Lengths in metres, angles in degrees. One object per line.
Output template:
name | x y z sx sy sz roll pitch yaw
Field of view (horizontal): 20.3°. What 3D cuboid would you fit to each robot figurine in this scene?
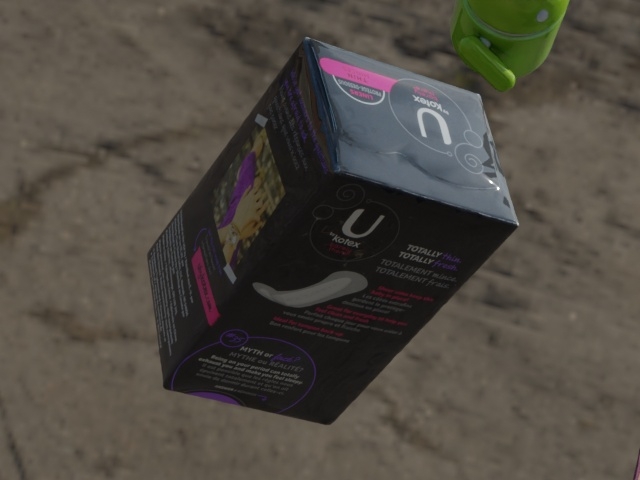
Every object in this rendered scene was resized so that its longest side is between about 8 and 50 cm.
robot figurine | 0.117 -0.144 1.111 0.067 0.115 0.101 32 69 8

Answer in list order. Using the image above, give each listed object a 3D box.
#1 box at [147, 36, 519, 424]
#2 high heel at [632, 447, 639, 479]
box | 0.000 0.000 1.375 0.165 0.270 0.143 15 44 -29
high heel | 0.210 0.061 0.861 0.127 0.181 0.377 -16 44 24
